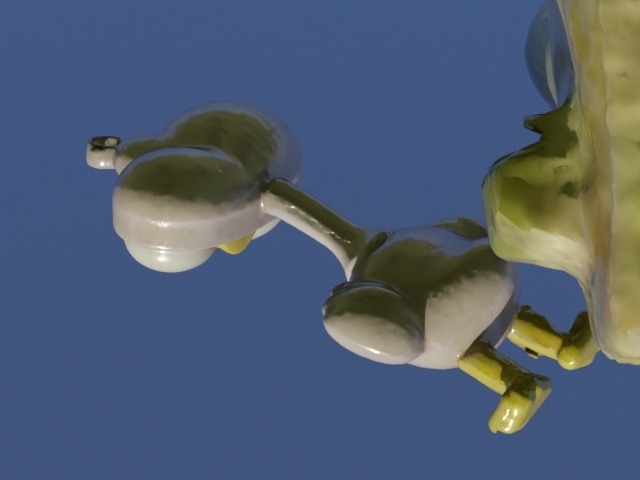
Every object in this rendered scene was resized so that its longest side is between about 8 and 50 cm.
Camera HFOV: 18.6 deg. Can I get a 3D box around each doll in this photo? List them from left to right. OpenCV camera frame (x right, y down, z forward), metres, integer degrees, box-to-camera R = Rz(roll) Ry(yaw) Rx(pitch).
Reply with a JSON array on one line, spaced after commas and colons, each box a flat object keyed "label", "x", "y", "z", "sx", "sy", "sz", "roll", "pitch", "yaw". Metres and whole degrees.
[{"label": "doll", "x": 0.000, "y": -0.001, "z": 1.234, "sx": 0.365, "sy": 0.094, "sz": 0.160, "roll": 23, "pitch": -144, "yaw": 26}]

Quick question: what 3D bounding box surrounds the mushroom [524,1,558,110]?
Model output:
[{"label": "mushroom", "x": 0.186, "y": -0.093, "z": 1.182, "sx": 0.093, "sy": 0.116, "sz": 0.225, "roll": -28, "pitch": -160, "yaw": 4}]

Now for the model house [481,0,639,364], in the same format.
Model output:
[{"label": "model house", "x": 0.149, "y": -0.072, "z": 0.422, "sx": 0.234, "sy": 0.175, "sz": 0.193, "roll": -6, "pitch": -88, "yaw": -2}]
